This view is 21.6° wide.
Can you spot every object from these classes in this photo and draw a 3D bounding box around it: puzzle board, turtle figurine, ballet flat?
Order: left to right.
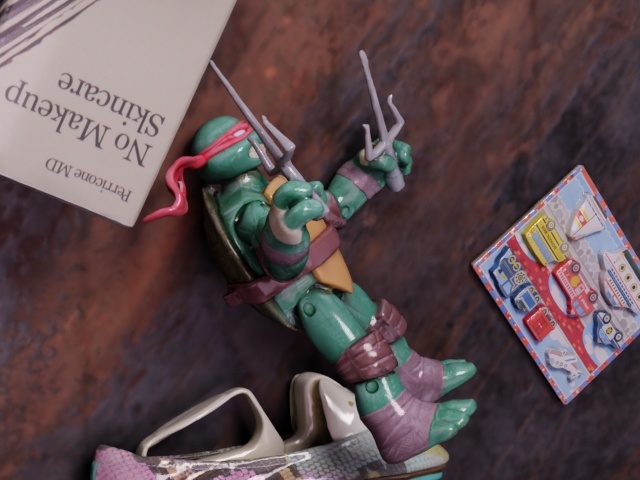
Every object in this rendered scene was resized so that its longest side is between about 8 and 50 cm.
[{"bbox_3d":[-0.027,0.119,0.959,0.221,0.077,0.079,-10,90,-25],"label":"ballet flat"},{"bbox_3d":[0.000,0.000,0.909,0.118,0.175,0.234,-26,102,29],"label":"turtle figurine"},{"bbox_3d":[0.160,0.030,1.059,0.096,0.011,0.128,-42,120,-11],"label":"puzzle board"}]

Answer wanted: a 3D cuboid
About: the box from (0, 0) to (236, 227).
[{"bbox_3d":[-0.094,-0.156,0.821,0.113,0.094,0.275,22,94,-31],"label":"box"}]
